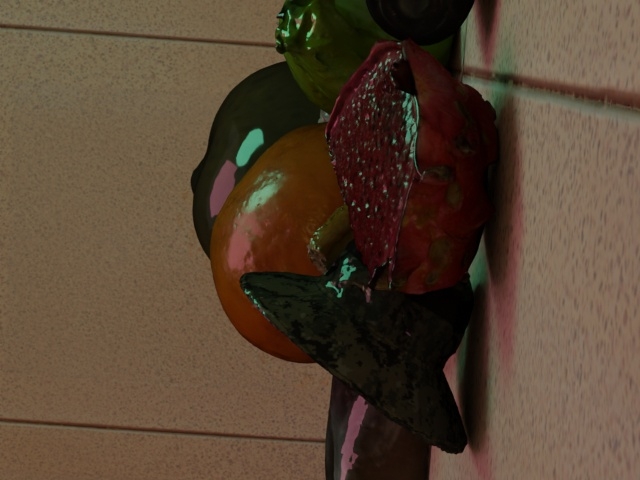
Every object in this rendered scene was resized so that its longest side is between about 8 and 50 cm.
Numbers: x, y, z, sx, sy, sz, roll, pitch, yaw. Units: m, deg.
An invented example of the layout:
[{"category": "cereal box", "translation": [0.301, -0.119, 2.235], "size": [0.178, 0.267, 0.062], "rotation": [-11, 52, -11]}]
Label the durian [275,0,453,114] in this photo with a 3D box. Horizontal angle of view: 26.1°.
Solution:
[{"category": "durian", "translation": [0.065, -0.249, 1.607], "size": [0.340, 0.204, 0.256], "rotation": [68, -142, -72]}]

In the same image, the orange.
[{"category": "orange", "translation": [0.000, 0.000, 1.551], "size": [0.284, 0.226, 0.284], "rotation": [-52, -1, -2]}]

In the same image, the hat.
[{"category": "hat", "translation": [0.062, 0.060, 1.223], "size": [0.128, 0.265, 0.265], "rotation": [-53, 4, 3]}]

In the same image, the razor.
[{"category": "razor", "translation": [0.106, -0.344, 1.348], "size": [0.349, 0.113, 0.204], "rotation": [-86, 3, -54]}]

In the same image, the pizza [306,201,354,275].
[{"category": "pizza", "translation": [0.095, 0.006, 1.394], "size": [0.204, 0.080, 0.188], "rotation": [-46, -45, -21]}]

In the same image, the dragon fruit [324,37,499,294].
[{"category": "dragon fruit", "translation": [0.096, -0.074, 1.152], "size": [0.274, 0.126, 0.161], "rotation": [-104, 26, -55]}]

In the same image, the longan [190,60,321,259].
[{"category": "longan", "translation": [-0.033, -0.092, 2.064], "size": [0.361, 0.361, 0.361], "rotation": [-176, 90, -89]}]

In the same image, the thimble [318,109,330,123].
[{"category": "thimble", "translation": [0.063, -0.082, 1.755], "size": [0.211, 0.149, 0.185], "rotation": [97, 179, -56]}]

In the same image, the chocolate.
[{"category": "chocolate", "translation": [0.050, 0.221, 1.574], "size": [0.157, 0.080, 0.254], "rotation": [-5, 80, 63]}]
